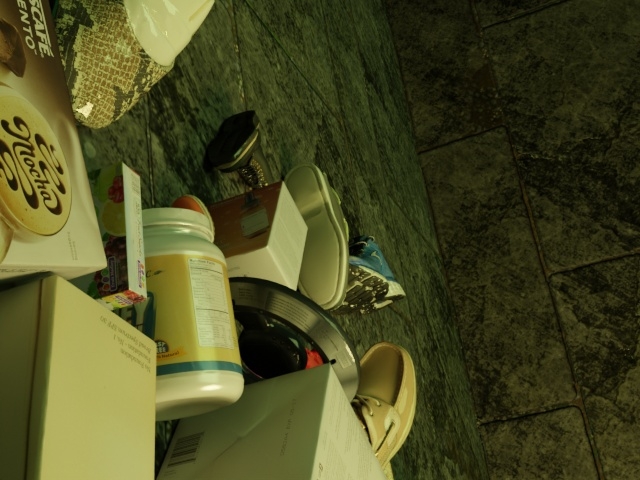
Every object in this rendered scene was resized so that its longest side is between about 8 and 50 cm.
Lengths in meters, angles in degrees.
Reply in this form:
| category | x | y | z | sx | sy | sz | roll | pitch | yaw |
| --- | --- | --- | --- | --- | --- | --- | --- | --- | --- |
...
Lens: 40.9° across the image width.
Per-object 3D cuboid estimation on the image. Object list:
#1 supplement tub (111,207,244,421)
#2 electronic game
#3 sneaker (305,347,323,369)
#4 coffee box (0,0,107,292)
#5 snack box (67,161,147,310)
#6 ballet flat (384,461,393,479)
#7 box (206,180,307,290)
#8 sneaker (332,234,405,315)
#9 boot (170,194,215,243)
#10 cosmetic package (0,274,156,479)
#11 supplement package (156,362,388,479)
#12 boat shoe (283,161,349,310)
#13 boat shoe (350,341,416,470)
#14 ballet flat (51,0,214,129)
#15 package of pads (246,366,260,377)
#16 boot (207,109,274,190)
| category | x | y | z | sx | sy | sz | roll | pitch | yaw |
| --- | --- | --- | --- | --- | --- | --- | --- | --- | --- |
| supplement tub | -0.164 | 0.080 | 0.905 | 0.144 | 0.144 | 0.200 | 35 | 41 | -64 |
| electronic game | -0.058 | 0.136 | 1.058 | 0.048 | 0.229 | 0.229 | -57 | 131 | -43 |
| sneaker | -0.022 | 0.185 | 1.367 | 0.221 | 0.087 | 0.128 | -62 | 134 | -69 |
| coffee box | -0.297 | -0.106 | 0.699 | 0.168 | 0.119 | 0.297 | 9 | 66 | -70 |
| snack box | -0.227 | 0.002 | 0.851 | 0.037 | 0.100 | 0.141 | 45 | 32 | -60 |
| ballet flat | 0.061 | 0.430 | 1.368 | 0.123 | 0.123 | 0.349 | 16 | 59 | -71 |
| box | -0.101 | 0.011 | 1.197 | 0.170 | 0.130 | 0.091 | -82 | 150 | -56 |
| sneaker | 0.071 | 0.066 | 1.762 | 0.147 | 0.129 | 0.330 | 64 | 10 | 15 |
| boot | -0.179 | 0.002 | 1.090 | 0.084 | 0.059 | 0.158 | 39 | 39 | -54 |
| cosmetic package | -0.217 | 0.204 | 0.676 | 0.160 | 0.113 | 0.309 | 50 | 28 | -54 |
| supplement package | -0.037 | 0.322 | 0.985 | 0.199 | 0.198 | 0.263 | -76 | 145 | -60 |
| boat shoe | 0.004 | -0.002 | 1.586 | 0.091 | 0.109 | 0.305 | 40 | 33 | -53 |
| boat shoe | 0.062 | 0.287 | 1.314 | 0.110 | 0.121 | 0.341 | 69 | 35 | -47 |
| ballet flat | -0.210 | -0.331 | 1.086 | 0.483 | 0.182 | 0.164 | -87 | 156 | -48 |
| package of pads | -0.094 | 0.219 | 1.193 | 0.050 | 0.032 | 0.083 | -38 | 110 | -75 |
| boot | -0.115 | -0.117 | 1.387 | 0.198 | 0.077 | 0.137 | -72 | 147 | -61 |
